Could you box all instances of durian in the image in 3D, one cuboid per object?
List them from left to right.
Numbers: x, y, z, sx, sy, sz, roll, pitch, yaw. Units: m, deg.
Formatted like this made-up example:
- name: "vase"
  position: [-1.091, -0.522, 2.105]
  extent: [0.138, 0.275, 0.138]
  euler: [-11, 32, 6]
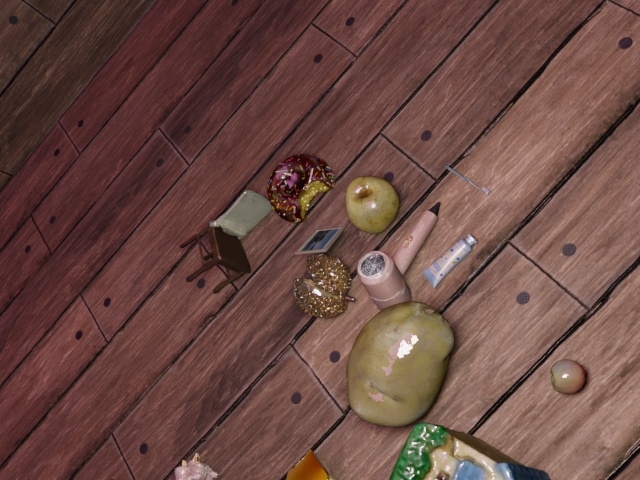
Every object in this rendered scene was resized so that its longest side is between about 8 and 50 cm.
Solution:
- name: "durian"
  position: [0.018, 0.135, 2.058]
  extent: [0.196, 0.167, 0.196]
  euler: [3, 97, 27]

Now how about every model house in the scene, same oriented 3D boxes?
- name: "model house"
  position: [0.327, 0.640, 1.522]
  extent: [0.342, 0.334, 0.382]
  euler: [27, 88, 39]

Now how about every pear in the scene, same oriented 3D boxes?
- name: "pear"
  position: [0.149, -0.107, 2.073]
  extent: [0.167, 0.136, 0.167]
  euler: [-14, 60, 26]

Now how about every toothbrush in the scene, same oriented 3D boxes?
- name: "toothbrush"
  position: [0.413, -0.174, 2.007]
  extent: [0.014, 0.011, 0.167]
  euler: [-49, 53, -1]

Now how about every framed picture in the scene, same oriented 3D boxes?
- name: "framed picture"
  position: [0.000, 0.000, 2.141]
  extent: [0.109, 0.011, 0.149]
  euler: [-7, 24, 31]

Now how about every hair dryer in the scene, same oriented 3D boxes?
- name: "hair dryer"
  position: [0.234, 0.018, 1.957]
  extent: [0.106, 0.189, 0.344]
  euler: [20, 67, 37]

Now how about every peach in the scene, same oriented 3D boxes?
- name: "peach"
  position: [0.575, 0.317, 1.654]
  extent: [0.083, 0.083, 0.083]
  euler: [-13, 64, 28]

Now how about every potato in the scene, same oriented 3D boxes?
- name: "potato"
  position: [0.198, 0.308, 1.811]
  extent: [0.243, 0.220, 0.327]
  euler: [23, 96, 46]

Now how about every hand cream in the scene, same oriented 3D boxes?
- name: "hand cream"
  position: [0.353, 0.051, 1.933]
  extent: [0.171, 0.043, 0.065]
  euler: [-46, 48, 14]

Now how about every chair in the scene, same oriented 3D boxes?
- name: "chair"
  position: [-0.286, 0.007, 2.290]
  extent: [0.319, 0.160, 0.186]
  euler: [-34, 53, 20]

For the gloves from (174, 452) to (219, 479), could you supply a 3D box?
- name: "gloves"
  position: [-0.375, 0.709, 2.091]
  extent: [0.110, 0.094, 0.144]
  euler: [26, 66, 29]

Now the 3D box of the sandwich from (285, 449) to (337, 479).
- name: "sandwich"
  position: [-0.019, 0.623, 1.882]
  extent: [0.193, 0.058, 0.162]
  euler: [-40, 18, 28]

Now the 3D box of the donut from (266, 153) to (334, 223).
- name: "donut"
  position: [-0.075, -0.180, 2.270]
  extent: [0.230, 0.096, 0.216]
  euler: [-41, 54, 13]
